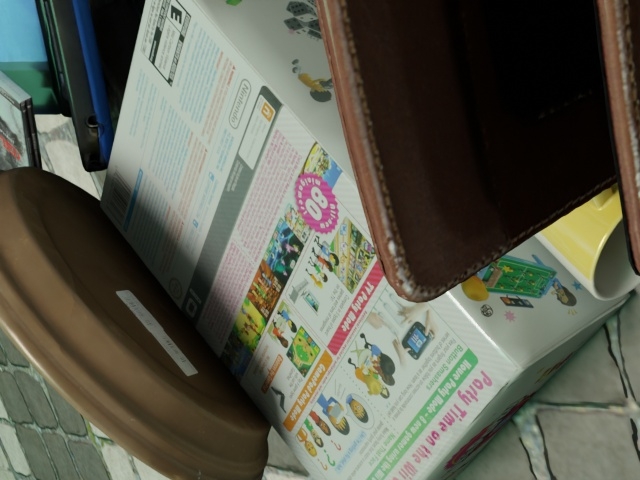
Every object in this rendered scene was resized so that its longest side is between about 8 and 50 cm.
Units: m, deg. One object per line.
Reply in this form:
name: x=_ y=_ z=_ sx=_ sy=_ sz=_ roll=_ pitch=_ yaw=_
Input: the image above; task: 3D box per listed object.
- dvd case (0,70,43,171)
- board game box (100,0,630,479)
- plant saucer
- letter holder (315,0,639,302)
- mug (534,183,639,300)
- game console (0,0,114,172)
dvd case: x=-0.234 y=-0.079 z=0.738 sx=0.087 sy=0.013 sz=0.119 roll=39 pitch=143 yaw=24
board game box: x=0.000 y=0.000 z=0.613 sx=0.303 sy=0.097 sz=0.224 roll=50 pitch=143 yaw=19
plant saucer: x=-0.125 y=0.049 z=0.662 sx=0.278 sy=0.041 sz=0.278 roll=47 pitch=-174 yaw=-6
letter holder: x=0.112 y=-0.135 z=0.292 sx=0.152 sy=0.214 sz=0.302 roll=14 pitch=121 yaw=46
mug: x=0.128 y=-0.020 z=0.476 sx=0.064 sy=0.062 sz=0.078 roll=42 pitch=147 yaw=39
game console: x=-0.260 y=-0.207 z=0.722 sx=0.250 sy=0.173 sz=0.293 roll=-119 pitch=20 yaw=-62
